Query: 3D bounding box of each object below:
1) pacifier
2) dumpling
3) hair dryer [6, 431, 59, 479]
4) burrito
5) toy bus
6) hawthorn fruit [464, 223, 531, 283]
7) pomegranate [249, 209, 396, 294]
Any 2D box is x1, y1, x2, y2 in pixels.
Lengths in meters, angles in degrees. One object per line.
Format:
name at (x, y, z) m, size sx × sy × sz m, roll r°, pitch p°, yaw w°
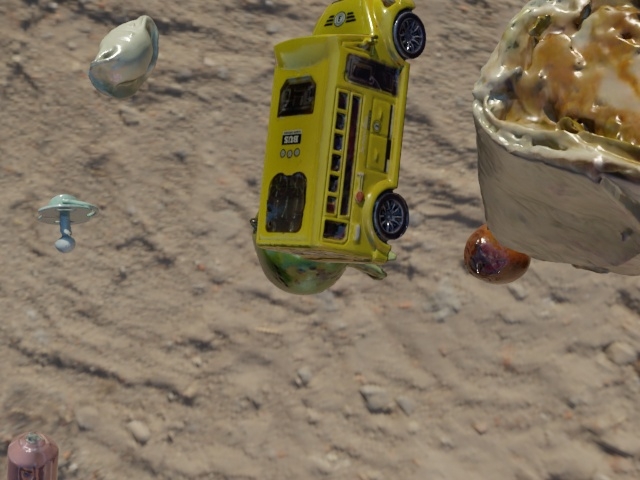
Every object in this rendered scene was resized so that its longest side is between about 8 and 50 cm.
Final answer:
pacifier at (-0.515, -0.031, 2.166) m, size 0.150 × 0.126 × 0.117 m, roll 145°, pitch 121°, yaw -64°
dumpling at (-0.367, -0.346, 2.051) m, size 0.099 × 0.169 × 0.134 m, roll -1°, pitch 137°, yaw 18°
hair dryer at (-0.375, 0.347, 1.280) m, size 0.210 × 0.125 × 0.352 m, roll 9°, pitch 125°, yaw -7°
burrito at (0.160, -0.051, 0.593) m, size 0.143 × 0.299 × 0.105 m, roll 29°, pitch 83°, yaw 13°
toy bus at (0.020, -0.142, 1.271) m, size 0.145 × 0.151 × 0.331 m, roll 1°, pitch 83°, yaw 48°
hawthorn fruit at (0.216, 0.017, 1.317) m, size 0.081 × 0.093 × 0.081 m, roll 2°, pitch 93°, yaw 34°
pomegranate at (0.000, 0.000, 1.857) m, size 0.263 × 0.211 × 0.211 m, roll 19°, pitch 107°, yaw -13°
